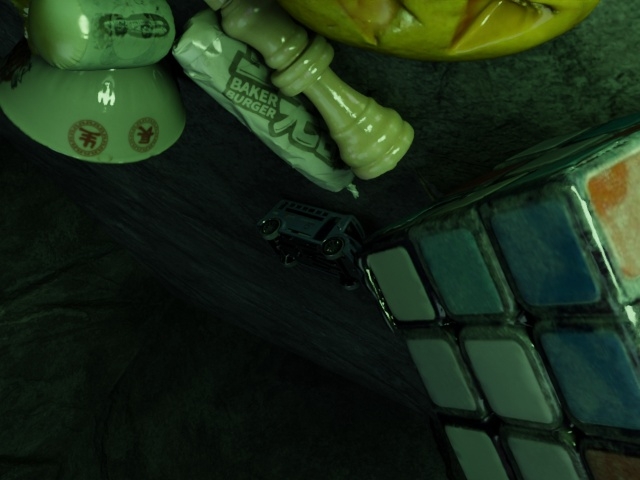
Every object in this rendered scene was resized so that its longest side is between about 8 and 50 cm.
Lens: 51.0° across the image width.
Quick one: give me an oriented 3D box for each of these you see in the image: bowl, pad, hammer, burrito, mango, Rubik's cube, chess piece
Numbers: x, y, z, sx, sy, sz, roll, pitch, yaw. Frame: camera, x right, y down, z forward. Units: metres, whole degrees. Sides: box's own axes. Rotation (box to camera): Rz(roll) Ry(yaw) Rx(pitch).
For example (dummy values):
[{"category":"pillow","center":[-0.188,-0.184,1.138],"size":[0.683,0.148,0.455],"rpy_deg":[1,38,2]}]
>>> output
[{"category":"bowl","center":[-0.383,-0.307,1.182],"size":[0.337,0.337,0.157],"rpy_deg":[32,134,-1]},{"category":"pad","center":[0.223,0.002,1.026],"size":[0.220,0.004,0.330],"rpy_deg":[51,-169,-13]},{"category":"hammer","center":[-0.269,-0.372,0.851],"size":[0.113,0.202,0.305],"rpy_deg":[17,112,21]},{"category":"burrito","center":[-0.064,-0.210,1.107],"size":[0.101,0.139,0.445],"rpy_deg":[-22,137,30]},{"category":"mango","center":[0.092,-0.291,0.635],"size":[0.365,0.182,0.253],"rpy_deg":[17,155,9]},{"category":"Rubik's cube","center":[0.313,0.061,0.715],"size":[0.363,0.359,0.362],"rpy_deg":[-21,93,62]},{"category":"chess piece","center":[-0.029,-0.258,0.974],"size":[0.397,0.117,0.117],"rpy_deg":[43,158,-23]}]

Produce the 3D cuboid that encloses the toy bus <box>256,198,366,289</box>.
[{"category":"toy bus","center":[0.000,0.000,1.507],"size":[0.292,0.133,0.125],"rpy_deg":[17,151,41]}]

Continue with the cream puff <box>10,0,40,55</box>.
[{"category":"cream puff","center":[-0.354,-0.391,0.966],"size":[0.185,0.282,0.282],"rpy_deg":[-4,160,-6]}]
